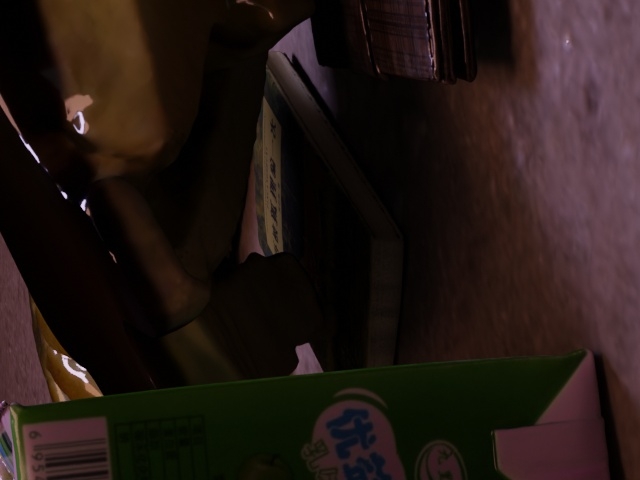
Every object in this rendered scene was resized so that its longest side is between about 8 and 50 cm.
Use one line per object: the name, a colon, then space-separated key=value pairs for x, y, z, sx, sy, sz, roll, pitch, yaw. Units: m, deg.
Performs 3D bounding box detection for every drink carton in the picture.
drink carton: x=-0.020 y=0.119 z=0.797 sx=0.161 sy=0.271 sz=0.108 roll=148 pitch=117 yaw=-73

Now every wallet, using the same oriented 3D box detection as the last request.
wallet: x=0.030 y=-0.144 z=0.900 sx=0.230 sy=0.042 sz=0.124 roll=-153 pitch=55 yaw=-72

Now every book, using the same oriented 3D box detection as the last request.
book: x=0.000 y=0.000 z=1.107 sx=0.228 sy=0.024 sz=0.160 roll=-120 pitch=25 yaw=-50

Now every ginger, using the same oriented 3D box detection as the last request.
ginger: x=-0.074 y=-0.061 z=0.990 sx=0.358 sy=0.211 sz=0.413 roll=52 pitch=162 yaw=37

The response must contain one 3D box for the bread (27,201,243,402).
bread: x=-0.149 y=0.034 z=1.384 sx=0.333 sy=0.160 sz=0.333 roll=173 pitch=90 yaw=-75
